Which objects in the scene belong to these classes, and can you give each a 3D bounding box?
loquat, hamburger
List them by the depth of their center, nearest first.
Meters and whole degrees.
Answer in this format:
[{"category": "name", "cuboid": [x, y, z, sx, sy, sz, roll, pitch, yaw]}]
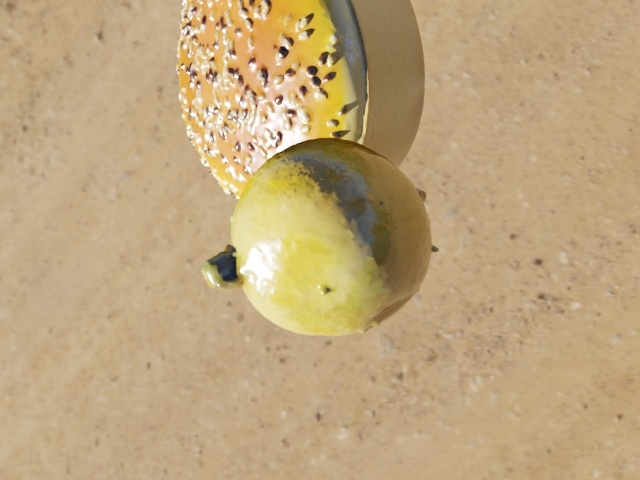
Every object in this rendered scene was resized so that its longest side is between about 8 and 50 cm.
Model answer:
[{"category": "loquat", "cuboid": [0.000, 0.000, 0.925, 0.172, 0.204, 0.149, 83, 167, -48]}, {"category": "hamburger", "cuboid": [-0.034, -0.167, 1.104, 0.300, 0.176, 0.300, 18, 112, 55]}]
